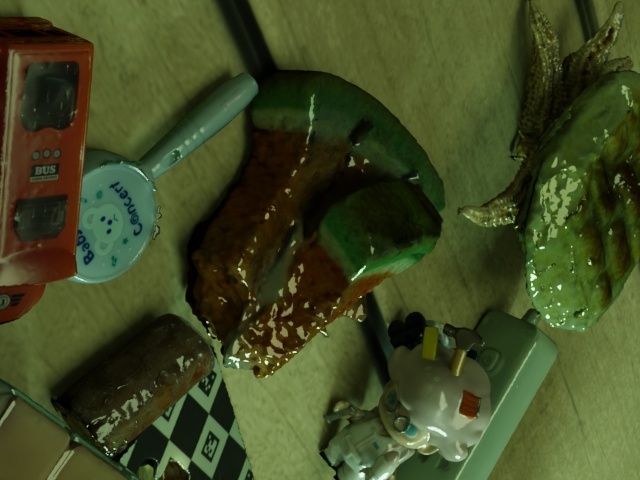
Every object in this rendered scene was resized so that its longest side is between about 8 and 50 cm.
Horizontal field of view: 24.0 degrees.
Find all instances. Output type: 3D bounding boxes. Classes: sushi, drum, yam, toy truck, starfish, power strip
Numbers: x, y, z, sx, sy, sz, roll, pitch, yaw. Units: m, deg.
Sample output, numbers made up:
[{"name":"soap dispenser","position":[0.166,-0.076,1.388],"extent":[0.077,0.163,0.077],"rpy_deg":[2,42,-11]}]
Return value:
[{"name":"sushi","position":[-0.153,0.286,1.475],"extent":[0.264,0.050,0.290],"rpy_deg":[-51,138,-45]},{"name":"drum","position":[-0.147,-0.047,1.329],"extent":[0.253,0.049,0.130],"rpy_deg":[-29,126,-34]},{"name":"yam","position":[-0.170,0.132,1.370],"extent":[0.141,0.079,0.079],"rpy_deg":[-41,132,-27]},{"name":"toy truck","position":[-0.248,-0.044,1.178],"extent":[0.107,0.114,0.253],"rpy_deg":[-9,113,-45]},{"name":"starfish","position":[0.258,-0.137,1.685],"extent":[0.301,0.084,0.294],"rpy_deg":[18,90,-52]},{"name":"power strip","position":[0.154,0.242,1.740],"extent":[0.062,0.091,0.385],"rpy_deg":[40,77,-44]}]

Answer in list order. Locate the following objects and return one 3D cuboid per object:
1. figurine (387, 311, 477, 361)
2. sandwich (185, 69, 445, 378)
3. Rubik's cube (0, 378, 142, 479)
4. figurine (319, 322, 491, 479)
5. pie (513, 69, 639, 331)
[{"name":"figurine","position":[0.129,0.140,1.682],"extent":[0.077,0.079,0.136],"rpy_deg":[-26,145,17]},{"name":"sandwich","position":[0.000,0.000,1.421],"extent":[0.301,0.162,0.250],"rpy_deg":[-57,133,-15]},{"name":"Rubik's cube","position":[-0.291,0.218,1.168],"extent":[0.221,0.231,0.224],"rpy_deg":[-56,136,-13]},{"name":"figurine","position":[0.102,0.187,1.610],"extent":[0.229,0.137,0.112],"rpy_deg":[-39,152,15]},{"name":"pie","position":[0.311,-0.046,1.673],"extent":[0.306,0.071,0.306],"rpy_deg":[-28,127,-45]}]
